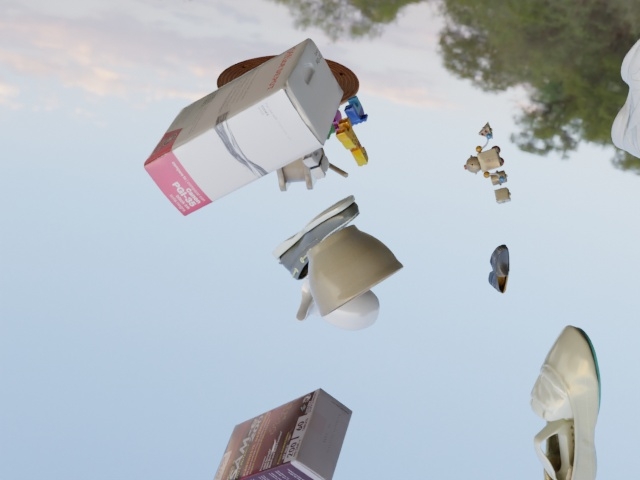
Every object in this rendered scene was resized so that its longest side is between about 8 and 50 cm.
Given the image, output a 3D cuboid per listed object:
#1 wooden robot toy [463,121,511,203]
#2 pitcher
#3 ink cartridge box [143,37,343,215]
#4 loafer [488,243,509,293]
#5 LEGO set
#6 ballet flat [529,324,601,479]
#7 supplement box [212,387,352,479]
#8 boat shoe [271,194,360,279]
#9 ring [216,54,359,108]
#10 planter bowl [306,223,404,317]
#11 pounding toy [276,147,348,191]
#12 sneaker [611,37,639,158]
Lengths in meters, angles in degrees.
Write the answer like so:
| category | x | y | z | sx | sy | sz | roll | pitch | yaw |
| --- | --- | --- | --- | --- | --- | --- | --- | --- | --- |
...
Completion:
| category | x | y | z | sx | sy | sz | roll | pitch | yaw |
| --- | --- | --- | --- | --- | --- | --- | --- | --- | --- |
| wooden robot toy | 0.343 | -0.157 | 1.731 | 0.079 | 0.173 | 0.076 | -16 | -177 | 22 |
| pitcher | 0.046 | 0.140 | 2.140 | 0.207 | 0.178 | 0.125 | 12 | 158 | -25 |
| ink cartridge box | -0.119 | -0.184 | 1.331 | 0.283 | 0.117 | 0.207 | -23 | -154 | 26 |
| loafer | 0.542 | 0.084 | 2.452 | 0.062 | 0.170 | 0.061 | -18 | -136 | -11 |
| LEGO set | 0.046 | -0.187 | 1.543 | 0.087 | 0.093 | 0.227 | -16 | -147 | 25 |
| ballet flat | 0.302 | 0.222 | 1.026 | 0.086 | 0.249 | 0.086 | -10 | -153 | 5 |
| supplement box | -0.065 | 0.328 | 1.280 | 0.073 | 0.239 | 0.130 | 38 | -134 | -18 |
| boat shoe | 0.003 | -0.002 | 1.738 | 0.109 | 0.305 | 0.091 | -34 | -92 | -36 |
| ring | -0.076 | -0.364 | 1.941 | 0.336 | 0.032 | 0.337 | 0 | -146 | 0 |
| planter bowl | 0.044 | 0.041 | 1.379 | 0.162 | 0.162 | 0.109 | -23 | -100 | -56 |
| pounding toy | -0.017 | -0.216 | 1.963 | 0.154 | 0.154 | 0.269 | -3 | -163 | 8 |
| sneaker | 0.684 | -0.286 | 1.662 | 0.114 | 0.305 | 0.152 | -24 | -134 | -12 |
